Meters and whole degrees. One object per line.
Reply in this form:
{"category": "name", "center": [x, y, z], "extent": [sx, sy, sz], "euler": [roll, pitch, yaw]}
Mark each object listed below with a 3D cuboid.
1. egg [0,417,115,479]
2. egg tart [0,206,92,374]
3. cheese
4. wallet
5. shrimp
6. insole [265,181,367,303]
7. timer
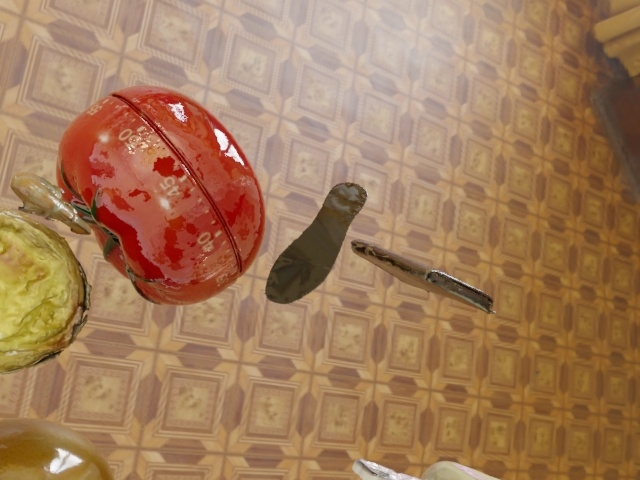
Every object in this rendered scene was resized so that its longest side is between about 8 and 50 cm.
{"category": "egg", "center": [-0.493, 0.429, 1.034], "extent": [0.351, 0.282, 0.283], "euler": [35, 65, -46]}
{"category": "egg tart", "center": [-0.483, 0.076, 0.949], "extent": [0.278, 0.095, 0.279], "euler": [17, 55, -26]}
{"category": "cheese", "center": [0.128, 0.243, 0.592], "extent": [0.227, 0.137, 0.065], "euler": [27, 81, -21]}
{"category": "wallet", "center": [0.134, 0.044, 0.883], "extent": [0.121, 0.232, 0.031], "euler": [27, 87, -23]}
{"category": "shrimp", "center": [-0.294, -0.038, 0.735], "extent": [0.095, 0.162, 0.045], "euler": [23, 80, -4]}
{"category": "insole", "center": [0.000, 0.000, 0.973], "extent": [0.253, 0.086, 0.005], "euler": [-56, 153, -31]}
{"category": "timer", "center": [-0.262, -0.076, 1.100], "extent": [0.279, 0.378, 0.378], "euler": [-37, 105, -21]}
